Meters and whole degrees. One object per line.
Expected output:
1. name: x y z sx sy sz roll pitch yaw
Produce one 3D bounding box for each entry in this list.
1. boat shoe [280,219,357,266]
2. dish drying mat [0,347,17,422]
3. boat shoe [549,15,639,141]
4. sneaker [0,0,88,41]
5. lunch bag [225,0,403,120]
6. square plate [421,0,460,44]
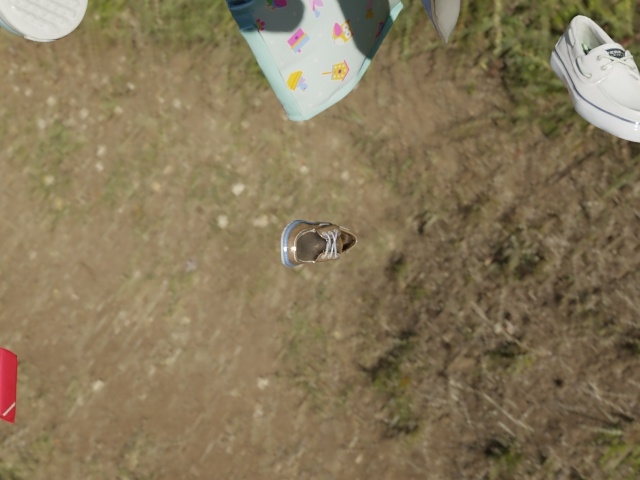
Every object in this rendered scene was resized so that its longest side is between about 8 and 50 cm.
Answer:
1. boat shoe: 0.000 0.000 1.631 0.066 0.183 0.066 3 100 24
2. dish drying mat: -0.361 0.167 1.272 0.008 0.032 0.083 -15 62 18
3. boat shoe: 0.335 -0.199 1.311 0.226 0.083 0.076 -118 33 -51
4. sneaker: -0.346 -0.376 1.094 0.135 0.366 0.150 -21 20 -31
5. lunch bag: -0.020 -0.326 1.536 0.160 0.223 0.262 12 57 34
6. square plate: 0.045 -0.355 0.947 0.049 0.347 0.344 -25 -2 8
